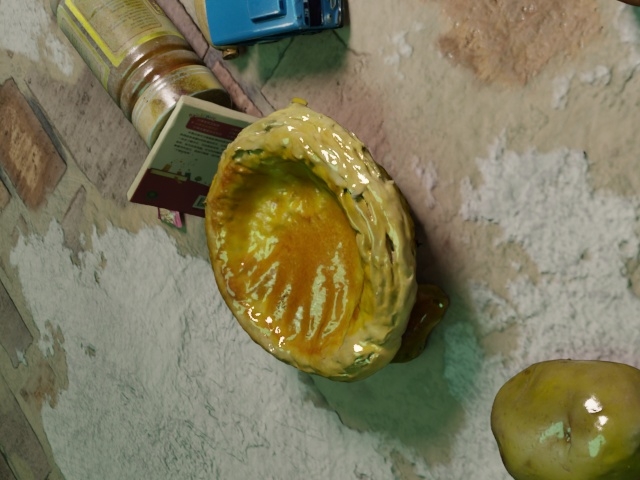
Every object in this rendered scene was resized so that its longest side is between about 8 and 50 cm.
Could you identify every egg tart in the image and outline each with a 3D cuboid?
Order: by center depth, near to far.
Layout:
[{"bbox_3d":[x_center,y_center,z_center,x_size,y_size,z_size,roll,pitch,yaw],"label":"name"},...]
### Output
[{"bbox_3d":[0.000,0.000,1.063,0.387,0.169,0.388,17,114,43],"label":"egg tart"}]

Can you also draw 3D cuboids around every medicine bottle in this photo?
[{"bbox_3d":[-0.292,-0.298,1.246,0.322,0.151,0.151,52,131,17],"label":"medicine bottle"}]

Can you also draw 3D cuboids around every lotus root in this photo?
[{"bbox_3d":[-0.152,-0.346,1.165,0.073,0.062,0.150,-8,100,43],"label":"lotus root"}]

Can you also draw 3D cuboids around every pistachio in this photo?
[{"bbox_3d":[0.111,0.125,1.095,0.173,0.049,0.090,-43,75,42],"label":"pistachio"}]

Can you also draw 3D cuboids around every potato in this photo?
[{"bbox_3d":[0.294,0.216,0.899,0.200,0.137,0.155,-16,93,45],"label":"potato"}]

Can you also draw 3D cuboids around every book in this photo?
[{"bbox_3d":[-0.185,-0.120,1.213,0.232,0.162,0.022,-50,41,40],"label":"book"}]

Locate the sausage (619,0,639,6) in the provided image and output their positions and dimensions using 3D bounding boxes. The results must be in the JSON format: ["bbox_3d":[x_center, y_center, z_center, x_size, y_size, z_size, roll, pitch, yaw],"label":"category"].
[{"bbox_3d":[0.435,-0.232,0.652,0.418,0.094,0.094,18,77,38],"label":"sausage"}]

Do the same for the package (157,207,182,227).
[{"bbox_3d":[-0.277,-0.058,1.399,0.083,0.029,0.059,20,124,48],"label":"package"}]

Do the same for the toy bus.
[{"bbox_3d":[-0.065,-0.319,1.067,0.184,0.106,0.090,2,103,42],"label":"toy bus"}]
